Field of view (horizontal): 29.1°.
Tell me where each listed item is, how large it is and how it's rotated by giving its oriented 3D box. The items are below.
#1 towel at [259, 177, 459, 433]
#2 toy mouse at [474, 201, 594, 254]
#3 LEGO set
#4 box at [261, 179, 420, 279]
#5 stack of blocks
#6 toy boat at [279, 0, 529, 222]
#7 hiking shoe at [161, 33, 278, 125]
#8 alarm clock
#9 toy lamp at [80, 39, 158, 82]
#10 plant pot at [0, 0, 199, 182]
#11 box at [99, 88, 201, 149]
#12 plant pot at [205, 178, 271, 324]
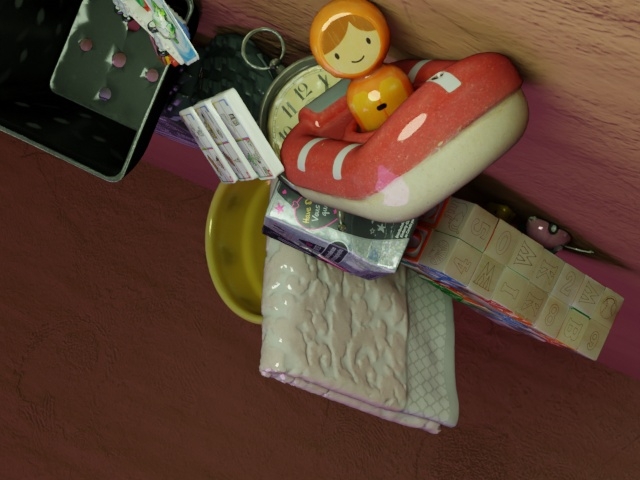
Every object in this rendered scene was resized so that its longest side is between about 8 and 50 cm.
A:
[{"bbox_3d":[0.055,0.043,1.491,0.053,0.332,0.317,-22,145,39],"label":"towel"},{"bbox_3d":[0.261,-0.004,1.486,0.143,0.031,0.161,26,176,-7],"label":"toy mouse"},{"bbox_3d":[-0.109,-0.162,1.021,0.244,0.060,0.182,57,166,-10],"label":"LEGO set"},{"bbox_3d":[0.030,-0.058,1.262,0.142,0.163,0.247,24,176,-1],"label":"box"},{"bbox_3d":[0.202,0.035,1.476,0.297,0.087,0.171,29,175,-38],"label":"stack of blocks"},{"bbox_3d":[0.044,-0.110,0.912,0.151,0.151,0.231,59,163,-21],"label":"toy boat"},{"bbox_3d":[-0.069,-0.148,1.279,0.132,0.113,0.304,15,-172,-23],"label":"hiking shoe"},{"bbox_3d":[-0.002,-0.113,1.103,0.192,0.129,0.064,50,179,2],"label":"alarm clock"},{"bbox_3d":[-0.248,-0.221,1.495,0.274,0.080,0.080,22,175,24],"label":"toy lamp"},{"bbox_3d":[-0.223,-0.180,1.219,0.187,0.188,0.167,25,-172,5],"label":"plant pot"},{"bbox_3d":[-0.228,-0.194,1.858,0.231,0.056,0.183,22,175,44],"label":"box"},{"bbox_3d":[0.000,0.000,1.815,0.254,0.254,0.239,22,-169,42],"label":"plant pot"}]
